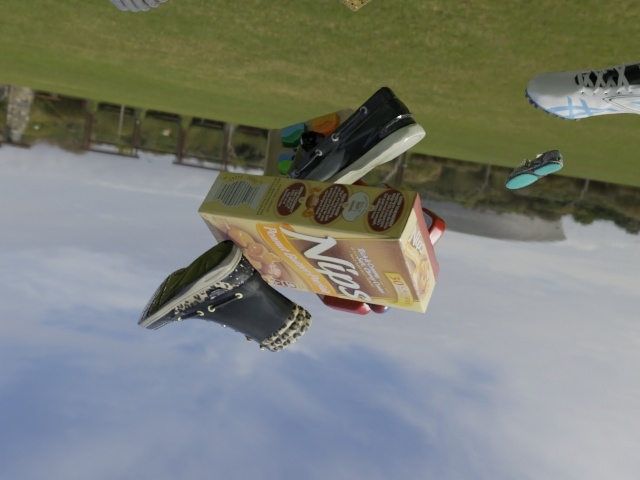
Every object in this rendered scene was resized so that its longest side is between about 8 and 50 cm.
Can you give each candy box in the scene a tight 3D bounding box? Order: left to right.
[{"bbox_3d":[0.000,0.000,1.057,0.317,0.087,0.183,9,147,26],"label":"candy box"}]

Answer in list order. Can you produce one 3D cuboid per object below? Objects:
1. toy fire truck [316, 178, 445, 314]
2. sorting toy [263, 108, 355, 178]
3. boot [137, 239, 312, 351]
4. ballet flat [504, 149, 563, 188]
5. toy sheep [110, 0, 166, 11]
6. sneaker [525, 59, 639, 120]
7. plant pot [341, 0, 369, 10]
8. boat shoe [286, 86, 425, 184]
[{"bbox_3d":[0.105,0.027,1.546,0.169,0.302,0.254,28,-168,-38],"label":"toy fire truck"},{"bbox_3d":[-0.023,-0.205,1.578,0.208,0.193,0.038,-11,138,16],"label":"sorting toy"},{"bbox_3d":[-0.145,0.112,1.066,0.179,0.085,0.236,40,129,-22],"label":"boot"},{"bbox_3d":[0.347,-0.118,1.174,0.041,0.041,0.114,6,162,-31],"label":"ballet flat"},{"bbox_3d":[-0.260,-0.365,1.014,0.132,0.091,0.091,-8,-178,13],"label":"toy sheep"},{"bbox_3d":[0.407,-0.215,1.005,0.237,0.085,0.086,2,146,3],"label":"sneaker"},{"bbox_3d":[0.062,-0.499,1.408,0.081,0.083,0.081,-28,157,26],"label":"plant pot"},{"bbox_3d":[0.012,-0.141,1.202,0.340,0.113,0.127,-30,174,42],"label":"boat shoe"}]
